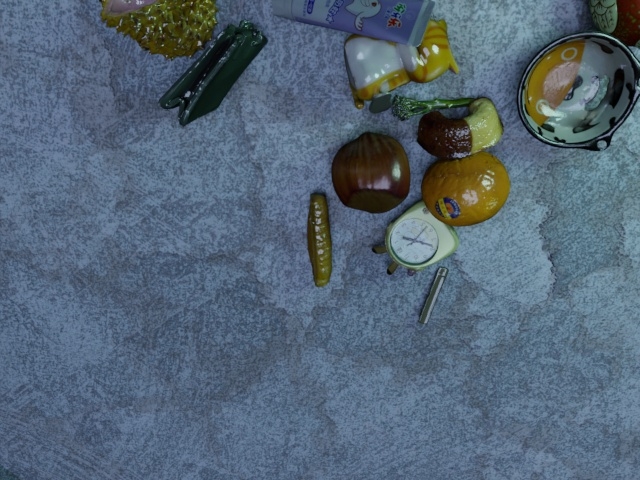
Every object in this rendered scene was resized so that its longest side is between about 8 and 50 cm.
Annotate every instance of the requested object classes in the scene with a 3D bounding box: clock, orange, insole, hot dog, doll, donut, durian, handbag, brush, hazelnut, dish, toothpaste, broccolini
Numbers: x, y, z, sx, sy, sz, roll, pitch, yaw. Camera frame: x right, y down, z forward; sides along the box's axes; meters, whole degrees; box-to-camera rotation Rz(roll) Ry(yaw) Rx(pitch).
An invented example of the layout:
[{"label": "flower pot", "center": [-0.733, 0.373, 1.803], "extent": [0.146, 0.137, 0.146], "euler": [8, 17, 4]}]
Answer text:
[{"label": "clock", "center": [0.256, 0.003, 1.587], "extent": [0.232, 0.069, 0.170], "euler": [-34, 93, 19]}, {"label": "orange", "center": [0.370, -0.133, 1.449], "extent": [0.219, 0.219, 0.193], "euler": [-27, 118, 16]}, {"label": "insole", "center": [0.148, -0.337, 1.391], "extent": [0.063, 0.192, 0.010], "euler": [-18, 89, 5]}, {"label": "hot dog", "center": [0.000, 0.000, 1.624], "extent": [0.068, 0.083, 0.288], "euler": [-7, 116, -13]}, {"label": "doll", "center": [0.181, -0.433, 1.355], "extent": [0.270, 0.162, 0.166], "euler": [-14, 94, 17]}, {"label": "donut", "center": [0.356, -0.282, 1.408], "extent": [0.217, 0.141, 0.085], "euler": [-19, 130, 0]}, {"label": "durian", "center": [-0.376, -0.538, 1.393], "extent": [0.306, 0.185, 0.195], "euler": [-14, 137, 3]}, {"label": "handbag", "center": [-0.250, -0.405, 1.356], "extent": [0.079, 0.247, 0.260], "euler": [41, 113, -7]}, {"label": "brush", "center": [0.337, 0.164, 1.700], "extent": [0.034, 0.027, 0.190], "euler": [15, 108, -6]}, {"label": "hazelnut", "center": [0.139, -0.171, 1.482], "extent": [0.210, 0.210, 0.186], "euler": [-26, 134, 16]}, {"label": "dish", "center": [0.610, -0.368, 1.368], "extent": [0.304, 0.120, 0.302], "euler": [2, 117, 5]}, {"label": "toothpaste", "center": [0.069, -0.526, 1.306], "extent": [0.372, 0.080, 0.125], "euler": [17, 74, 17]}, {"label": "broccolini", "center": [0.291, -0.341, 1.444], "extent": [0.216, 0.058, 0.067], "euler": [0, 112, 4]}]

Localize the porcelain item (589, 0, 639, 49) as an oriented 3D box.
[{"label": "porcelain item", "center": [0.720, -0.540, 1.218], "extent": [0.253, 0.253, 0.252], "euler": [2, 115, 4]}]

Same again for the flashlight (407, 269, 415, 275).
[{"label": "flashlight", "center": [0.291, 0.060, 1.650], "extent": [0.052, 0.031, 0.110], "euler": [40, 119, 13]}]
